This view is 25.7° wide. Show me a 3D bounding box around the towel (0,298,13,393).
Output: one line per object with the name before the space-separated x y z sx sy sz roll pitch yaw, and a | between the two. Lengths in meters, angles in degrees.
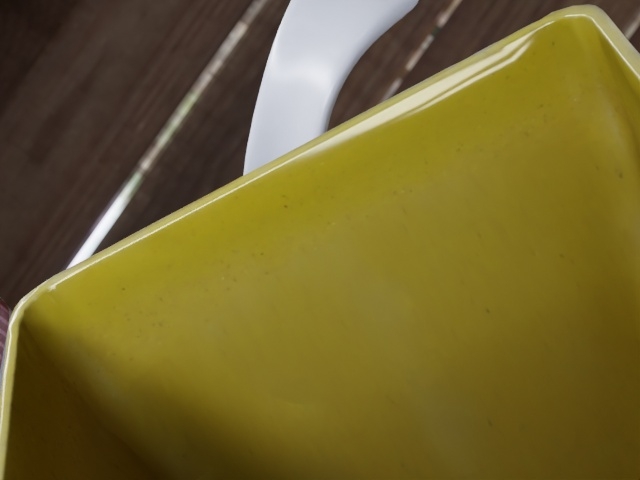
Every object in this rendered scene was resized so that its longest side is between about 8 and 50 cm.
towel | -0.235 0.151 0.914 0.037 0.237 0.329 4 161 8

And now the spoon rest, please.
spoon rest | 0.000 0.000 0.725 0.137 0.276 0.084 22 -138 26

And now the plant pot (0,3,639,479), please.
plant pot | 0.046 0.091 0.404 0.187 0.212 0.212 58 -171 -28
